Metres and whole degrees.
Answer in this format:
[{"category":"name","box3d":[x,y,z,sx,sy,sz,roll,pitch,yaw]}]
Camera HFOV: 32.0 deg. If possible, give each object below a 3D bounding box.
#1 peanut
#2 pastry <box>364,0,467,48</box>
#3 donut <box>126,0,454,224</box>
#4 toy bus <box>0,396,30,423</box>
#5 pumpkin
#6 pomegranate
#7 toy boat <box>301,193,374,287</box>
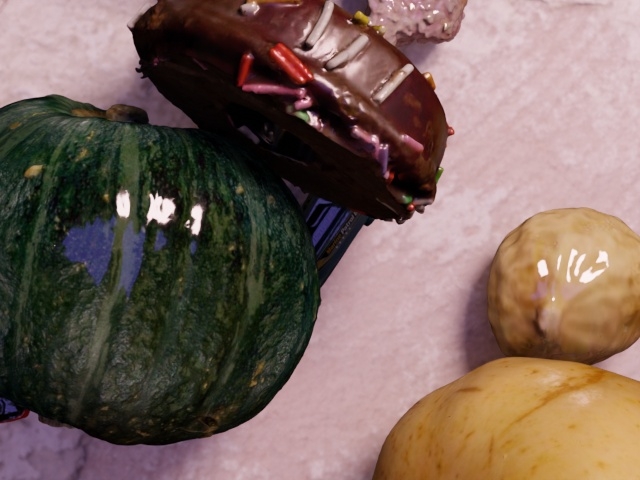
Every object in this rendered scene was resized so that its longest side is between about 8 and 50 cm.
[{"category":"peanut","box3d":[0.222,0.042,0.988,0.159,0.109,0.140,-6,108,-16]},{"category":"pastry","box3d":[0.085,-0.253,0.951,0.112,0.103,0.265,21,98,9]},{"category":"donut","box3d":[-0.018,-0.112,0.847,0.270,0.270,0.103,30,81,-8]},{"category":"toy bus","box3d":[-0.270,0.052,0.937,0.081,0.089,0.195,5,93,-8]},{"category":"pumpkin","box3d":[-0.131,0.034,0.846,0.293,0.197,0.263,16,88,-35]},{"category":"pomegranate","box3d":[0.172,0.249,0.888,0.343,0.342,0.342,0,94,-7]},{"category":"toy boat","box3d":[0.000,0.000,0.983,0.060,0.055,0.141,34,89,-15]}]
